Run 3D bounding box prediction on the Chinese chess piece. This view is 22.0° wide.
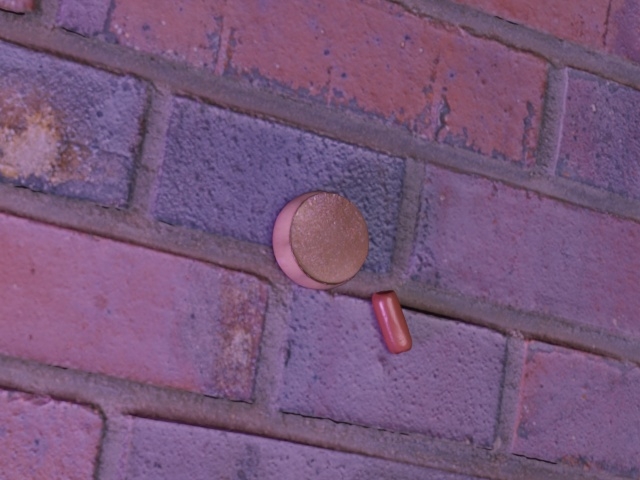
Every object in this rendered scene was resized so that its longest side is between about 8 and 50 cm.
[{"bbox_3d":[0.000,0.000,2.015,0.122,0.051,0.122,4,82,-29],"label":"Chinese chess piece"}]

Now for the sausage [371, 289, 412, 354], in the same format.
[{"bbox_3d":[0.090,0.103,2.067,0.034,0.034,0.083,-23,98,-30],"label":"sausage"}]
